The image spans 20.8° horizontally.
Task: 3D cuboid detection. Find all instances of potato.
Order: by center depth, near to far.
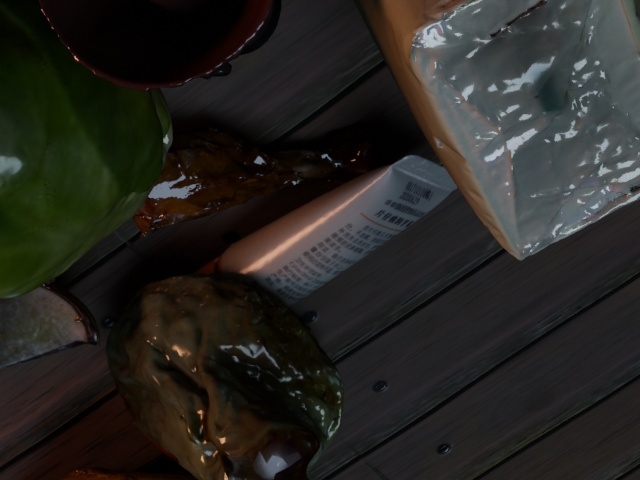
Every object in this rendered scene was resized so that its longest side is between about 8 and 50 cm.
[{"bbox_3d":[-0.352,0.083,1.838,0.261,0.100,0.120,-17,96,13],"label":"potato"}]

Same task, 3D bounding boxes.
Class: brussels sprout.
[{"bbox_3d":[-0.283,-0.106,1.538,0.354,0.289,0.281,14,109,-55],"label":"brussels sprout"}]

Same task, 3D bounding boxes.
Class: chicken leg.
[{"bbox_3d":[-0.064,-0.071,1.804,0.304,0.093,0.113,-8,154,-26],"label":"chicken leg"}]

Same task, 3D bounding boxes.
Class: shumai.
[{"bbox_3d":[-0.116,0.166,1.781,0.272,0.203,0.222,15,115,15],"label":"shumai"}]

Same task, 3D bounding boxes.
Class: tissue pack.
[{"bbox_3d":[0.143,-0.220,1.541,0.207,0.380,0.297,-27,132,3],"label":"tissue pack"}]

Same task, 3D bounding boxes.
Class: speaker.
[{"bbox_3d":[-0.113,-0.266,1.503,0.198,0.329,0.259,-9,97,9],"label":"speaker"}]

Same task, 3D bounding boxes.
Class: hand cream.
[{"bbox_3d":[0.000,0.000,1.836,0.314,0.089,0.139,-28,158,20],"label":"hand cream"}]

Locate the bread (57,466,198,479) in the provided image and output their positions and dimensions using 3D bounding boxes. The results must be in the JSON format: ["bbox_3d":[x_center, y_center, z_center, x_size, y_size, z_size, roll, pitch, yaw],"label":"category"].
[{"bbox_3d":[-0.168,0.344,2.014,0.328,0.148,0.337,9,164,-28],"label":"bread"}]

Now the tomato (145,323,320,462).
[{"bbox_3d":[-0.091,0.189,1.974,0.233,0.139,0.200,3,130,-23],"label":"tomato"}]
